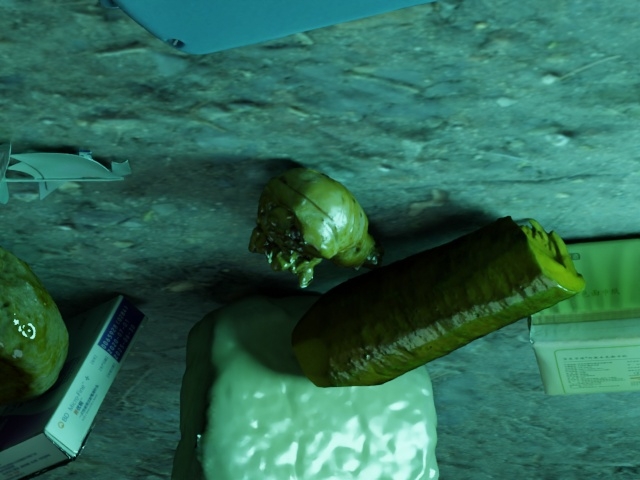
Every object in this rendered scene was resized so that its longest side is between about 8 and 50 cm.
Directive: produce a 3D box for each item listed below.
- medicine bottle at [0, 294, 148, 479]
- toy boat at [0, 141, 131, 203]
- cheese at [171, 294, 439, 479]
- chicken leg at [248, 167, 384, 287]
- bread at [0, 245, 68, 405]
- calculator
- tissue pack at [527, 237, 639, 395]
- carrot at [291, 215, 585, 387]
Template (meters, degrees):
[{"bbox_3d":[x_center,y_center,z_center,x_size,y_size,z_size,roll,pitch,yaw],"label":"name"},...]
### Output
[{"bbox_3d":[-0.283,0.166,1.953,0.052,0.201,0.171,44,138,-22],"label":"medicine bottle"},{"bbox_3d":[-0.252,-0.062,1.645,0.149,0.034,0.105,-5,157,12],"label":"toy boat"},{"bbox_3d":[-0.023,0.207,1.932,0.326,0.318,0.115,49,151,-6],"label":"cheese"},{"bbox_3d":[0.003,-0.002,1.722,0.085,0.101,0.207,37,-179,27],"label":"chicken leg"},{"bbox_3d":[-0.365,0.080,1.855,0.230,0.123,0.230,8,153,4],"label":"bread"},{"bbox_3d":[-0.032,-0.203,1.311,0.293,0.051,0.173,-11,155,24],"label":"calculator"},{"bbox_3d":[0.333,0.076,1.845,0.234,0.125,0.159,-4,154,12],"label":"tissue pack"},{"bbox_3d":[0.110,0.061,1.805,0.302,0.114,0.114,-26,146,30],"label":"carrot"}]
